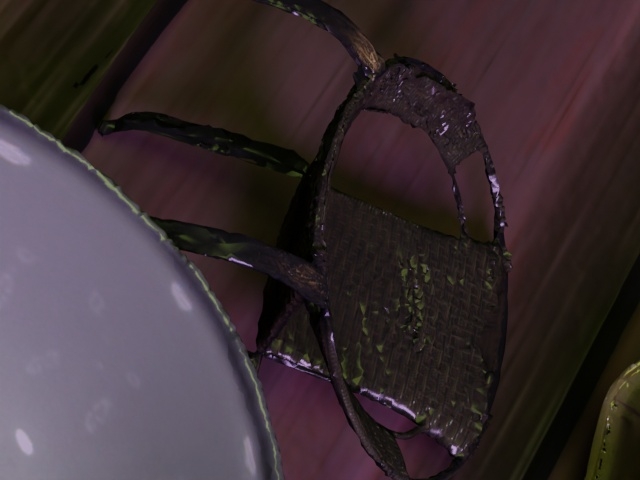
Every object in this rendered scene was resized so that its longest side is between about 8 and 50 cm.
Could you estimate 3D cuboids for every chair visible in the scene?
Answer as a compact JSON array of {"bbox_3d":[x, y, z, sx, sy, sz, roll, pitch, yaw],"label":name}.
[{"bbox_3d":[0.000,0.000,0.725,0.213,0.149,0.174,20,61,-12],"label":"chair"}]

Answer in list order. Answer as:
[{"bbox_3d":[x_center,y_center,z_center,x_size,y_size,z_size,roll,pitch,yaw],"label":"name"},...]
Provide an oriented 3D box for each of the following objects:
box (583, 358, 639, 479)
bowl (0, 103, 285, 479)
[{"bbox_3d":[0.203,0.109,0.762,0.177,0.111,0.111,13,64,-6],"label":"box"},{"bbox_3d":[-0.189,0.117,0.599,0.337,0.157,0.337,4,70,-10],"label":"bowl"}]
